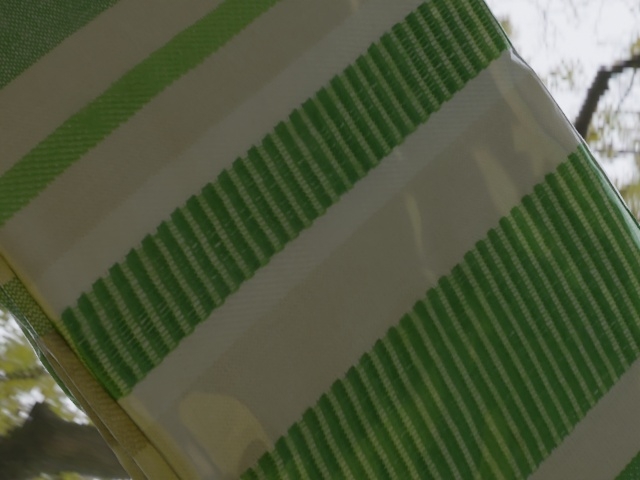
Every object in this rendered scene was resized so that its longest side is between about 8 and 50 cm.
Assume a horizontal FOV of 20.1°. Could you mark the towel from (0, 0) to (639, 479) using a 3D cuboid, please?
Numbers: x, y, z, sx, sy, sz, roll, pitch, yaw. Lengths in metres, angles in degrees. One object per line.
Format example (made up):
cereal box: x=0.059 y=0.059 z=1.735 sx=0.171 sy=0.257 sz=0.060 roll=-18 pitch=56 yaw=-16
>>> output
towel: x=0.000 y=0.000 z=0.663 sx=0.248 sy=0.038 sz=0.325 roll=-42 pitch=-81 yaw=-31
